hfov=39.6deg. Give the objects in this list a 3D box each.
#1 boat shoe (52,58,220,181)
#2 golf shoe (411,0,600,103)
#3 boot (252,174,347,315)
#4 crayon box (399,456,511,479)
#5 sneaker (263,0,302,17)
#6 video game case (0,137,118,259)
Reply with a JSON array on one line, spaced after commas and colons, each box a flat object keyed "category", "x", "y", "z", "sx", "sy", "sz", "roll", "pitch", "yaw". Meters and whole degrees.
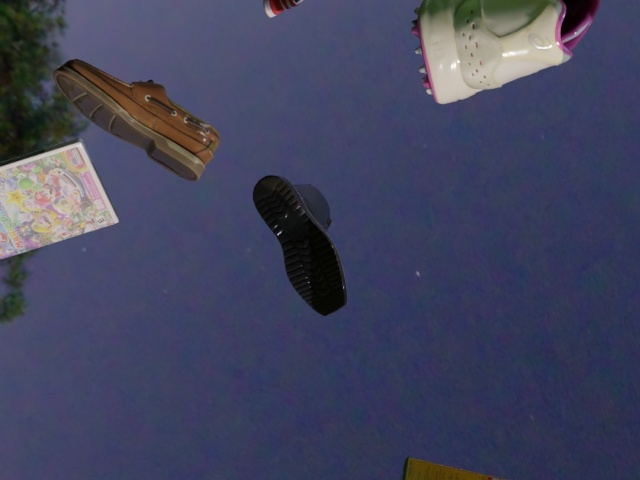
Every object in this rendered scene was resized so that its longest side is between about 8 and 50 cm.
[{"category": "boat shoe", "x": -0.318, "y": -0.229, "z": 1.565, "sx": 0.111, "sy": 0.307, "sz": 0.104, "roll": -9, "pitch": -132, "yaw": 60}, {"category": "golf shoe", "x": 0.197, "y": -0.215, "z": 0.810, "sx": 0.140, "sy": 0.115, "sz": 0.306, "roll": -2, "pitch": -148, "yaw": 33}, {"category": "boot", "x": 0.000, "y": 0.000, "z": 1.200, "sx": 0.077, "sy": 0.137, "sz": 0.198, "roll": -28, "pitch": -99, "yaw": 21}, {"category": "crayon box", "x": 0.143, "y": 0.380, "z": 0.919, "sx": 0.165, "sy": 0.081, "sz": 0.278, "roll": 12, "pitch": -128, "yaw": 5}, {"category": "sneaker", "x": -0.060, "y": -0.437, "z": 1.511, "sx": 0.067, "sy": 0.042, "sz": 0.118, "roll": -13, "pitch": -119, "yaw": 25}, {"category": "video game case", "x": -0.248, "y": -0.033, "z": 0.768, "sx": 0.122, "sy": 0.087, "sz": 0.011, "roll": -17, "pitch": -143, "yaw": 0}]
